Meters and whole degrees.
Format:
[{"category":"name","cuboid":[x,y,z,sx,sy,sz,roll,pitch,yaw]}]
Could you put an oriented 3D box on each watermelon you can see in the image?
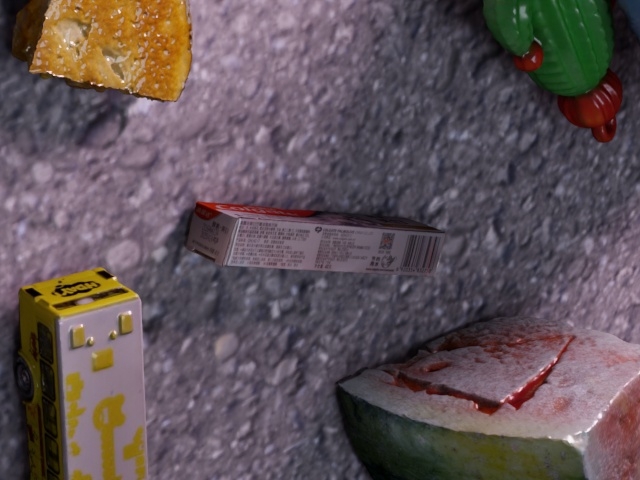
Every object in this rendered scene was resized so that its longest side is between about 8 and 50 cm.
[{"category":"watermelon","cuboid":[0.170,0.170,1.545,0.201,0.213,0.261,-58,140,-28]}]

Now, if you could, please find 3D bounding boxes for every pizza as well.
[{"category":"pizza","cuboid":[-0.152,-0.158,1.220,0.134,0.046,0.175,-29,123,-29]}]

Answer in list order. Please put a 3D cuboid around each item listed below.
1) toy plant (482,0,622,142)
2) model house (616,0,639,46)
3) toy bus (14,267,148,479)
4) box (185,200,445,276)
[{"category":"toy plant","cuboid":[0.195,-0.189,1.472,0.240,0.088,0.154,31,63,-52]},{"category":"model house","cuboid":[0.389,-0.250,1.488,0.360,0.297,0.339,-40,137,-34]},{"category":"toy bus","cuboid":[-0.166,0.136,1.304,0.081,0.074,0.226,-14,114,-36]},{"category":"box","cuboid":[0.000,0.000,1.402,0.218,0.055,0.039,4,103,-40]}]
